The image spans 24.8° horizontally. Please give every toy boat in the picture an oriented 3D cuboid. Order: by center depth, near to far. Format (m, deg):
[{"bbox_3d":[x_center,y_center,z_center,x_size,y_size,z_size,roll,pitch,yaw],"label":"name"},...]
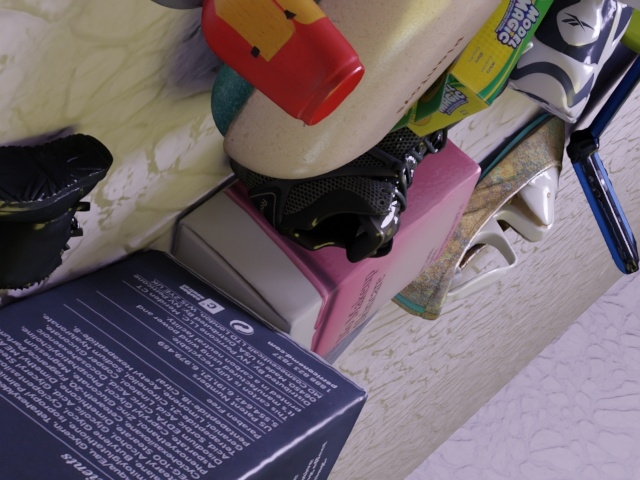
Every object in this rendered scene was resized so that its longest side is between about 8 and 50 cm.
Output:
[{"bbox_3d":[0.001,-0.150,0.860,0.267,0.148,0.318,-48,173,22],"label":"toy boat"}]

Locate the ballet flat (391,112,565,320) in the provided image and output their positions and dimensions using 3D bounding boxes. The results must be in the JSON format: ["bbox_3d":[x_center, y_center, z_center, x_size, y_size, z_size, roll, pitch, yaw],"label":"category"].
[{"bbox_3d":[0.205,-0.022,1.716,0.348,0.123,0.123,-38,162,-31],"label":"ballet flat"}]

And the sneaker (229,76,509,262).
[{"bbox_3d":[0.059,-0.060,1.100,0.227,0.130,0.087,-25,156,-13],"label":"sneaker"}]

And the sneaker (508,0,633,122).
[{"bbox_3d":[0.221,-0.191,1.279,0.153,0.094,0.235,-61,173,7],"label":"sneaker"}]

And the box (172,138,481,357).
[{"bbox_3d":[0.000,0.000,1.201,0.232,0.127,0.148,-39,163,-29],"label":"box"}]

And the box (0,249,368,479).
[{"bbox_3d":[-0.187,0.216,0.975,0.395,0.212,0.293,-25,144,-60],"label":"box"}]

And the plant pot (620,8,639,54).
[{"bbox_3d":[0.456,-0.254,1.556,0.227,0.207,0.228,-51,180,12],"label":"plant pot"}]

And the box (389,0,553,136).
[{"bbox_3d":[0.111,-0.144,1.031,0.179,0.043,0.105,-56,-165,-20],"label":"box"}]

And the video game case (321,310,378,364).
[{"bbox_3d":[-0.064,0.158,1.515,0.300,0.036,0.329,-36,169,-36],"label":"video game case"}]

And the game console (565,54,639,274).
[{"bbox_3d":[0.409,-0.117,1.841,0.173,0.250,0.293,-24,-178,14],"label":"game console"}]

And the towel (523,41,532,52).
[{"bbox_3d":[0.082,-0.137,1.138,0.152,0.023,0.113,0,146,-38],"label":"towel"}]

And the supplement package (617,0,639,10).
[{"bbox_3d":[0.303,-0.292,1.046,0.145,0.204,0.262,-26,138,-53],"label":"supplement package"}]

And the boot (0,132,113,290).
[{"bbox_3d":[-0.180,-0.011,0.858,0.099,0.045,0.121,-54,165,31],"label":"boot"}]
